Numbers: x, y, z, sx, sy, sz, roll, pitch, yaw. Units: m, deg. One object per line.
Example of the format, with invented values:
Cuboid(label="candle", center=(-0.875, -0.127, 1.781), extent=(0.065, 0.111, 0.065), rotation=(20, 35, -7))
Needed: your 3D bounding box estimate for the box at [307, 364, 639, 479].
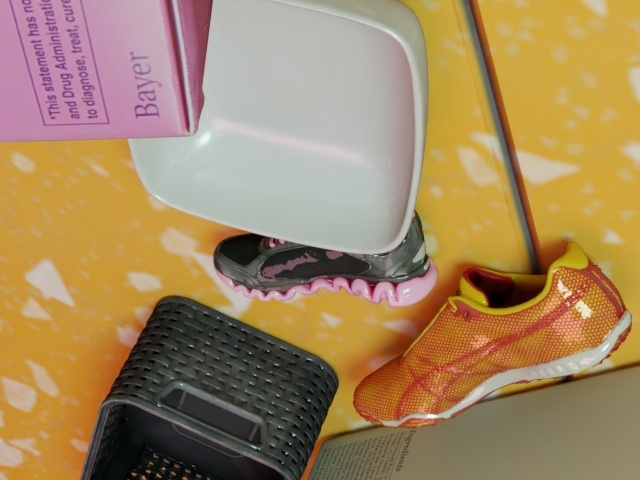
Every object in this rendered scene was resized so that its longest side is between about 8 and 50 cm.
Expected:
Cuboid(label="box", center=(0.112, 0.153, 0.690), extent=(0.275, 0.113, 0.094), rotation=(-19, 124, 39))

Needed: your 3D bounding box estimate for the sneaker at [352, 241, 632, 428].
Cuboid(label="sneaker", center=(0.080, 0.049, 0.647), extent=(0.175, 0.064, 0.067), rotation=(-31, 96, 37))

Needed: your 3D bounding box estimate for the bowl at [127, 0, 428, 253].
Cuboid(label="bowl", center=(-0.017, -0.066, 0.566), extent=(0.142, 0.053, 0.142), rotation=(14, 137, 12))

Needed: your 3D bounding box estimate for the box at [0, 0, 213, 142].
Cuboid(label="box", center=(-0.156, -0.140, 0.391), extent=(0.243, 0.213, 0.117), rotation=(-2, 135, 3))

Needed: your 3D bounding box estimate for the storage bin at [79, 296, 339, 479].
Cuboid(label="storage bin", center=(-0.075, 0.133, 0.775), extent=(0.122, 0.084, 0.180), rotation=(24, 139, 0))

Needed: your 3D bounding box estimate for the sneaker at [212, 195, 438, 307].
Cuboid(label="sneaker", center=(0.000, 0.000, 0.637), extent=(0.119, 0.047, 0.057), rotation=(1, 127, 15))
